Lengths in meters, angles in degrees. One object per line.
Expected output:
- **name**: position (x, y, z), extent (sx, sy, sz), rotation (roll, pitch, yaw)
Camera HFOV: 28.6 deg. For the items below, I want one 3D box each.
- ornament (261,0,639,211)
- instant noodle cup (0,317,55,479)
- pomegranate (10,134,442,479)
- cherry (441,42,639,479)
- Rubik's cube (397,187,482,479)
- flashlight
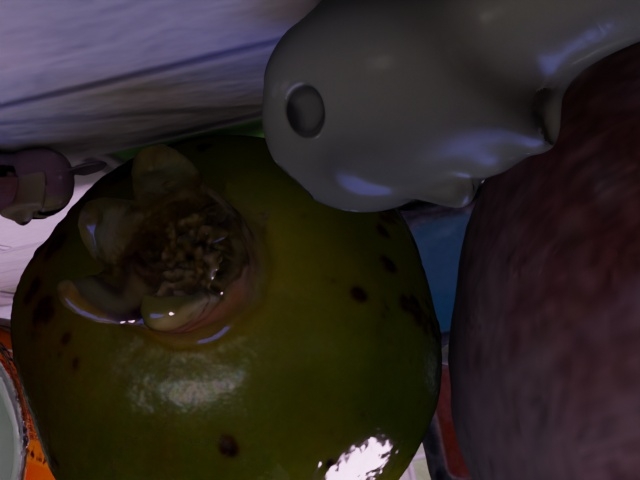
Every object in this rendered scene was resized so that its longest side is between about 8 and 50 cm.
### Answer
- **ornament**: position (0.047, -0.054, 0.375), extent (0.156, 0.081, 0.075), rotation (-22, 164, 38)
- **instant noodle cup**: position (-0.306, 0.179, 0.976), extent (0.296, 0.296, 0.214), rotation (-12, 165, 0)
- **pomegranate**: position (-0.047, 0.050, 0.548), extent (0.198, 0.198, 0.246), rotation (-13, -176, 11)
- **cherry**: position (0.198, 0.076, 0.538), extent (0.291, 0.335, 0.326), rotation (-12, 132, 5)
- **Rubik's cube**: position (0.270, 0.122, 1.080), extent (0.362, 0.359, 0.363), rotation (-12, 174, 8)
- **flashlight**: position (-0.142, -0.020, 0.514), extent (0.110, 0.031, 0.052), rotation (-6, 172, -45)
